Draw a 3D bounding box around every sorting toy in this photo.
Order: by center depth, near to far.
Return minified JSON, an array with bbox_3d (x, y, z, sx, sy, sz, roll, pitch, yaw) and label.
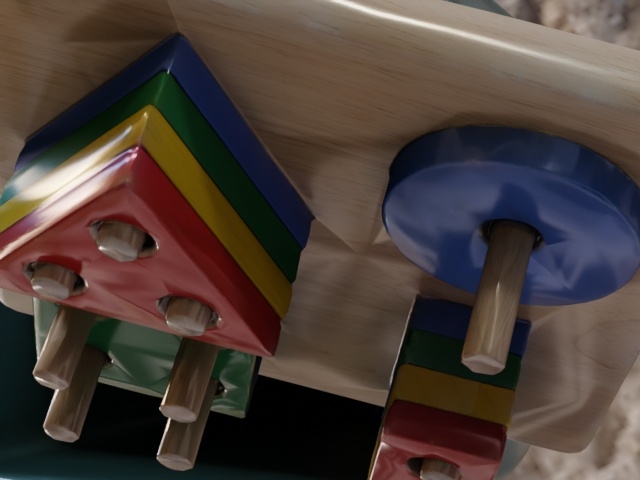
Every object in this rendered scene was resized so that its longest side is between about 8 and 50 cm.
[{"bbox_3d":[-0.012,0.006,0.359,0.274,0.046,0.132,15,-30,2],"label":"sorting toy"}]

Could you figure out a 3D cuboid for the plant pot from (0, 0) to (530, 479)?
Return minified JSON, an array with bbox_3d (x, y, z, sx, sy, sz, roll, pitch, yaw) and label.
[{"bbox_3d":[0.000,0.000,0.673,0.165,0.166,0.234,4,0,23],"label":"plant pot"}]
